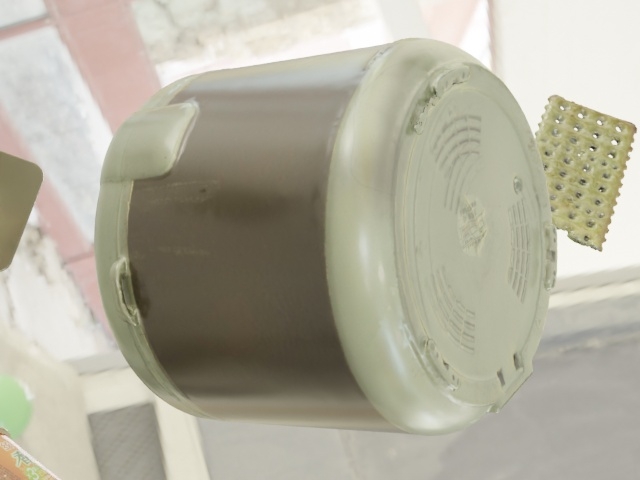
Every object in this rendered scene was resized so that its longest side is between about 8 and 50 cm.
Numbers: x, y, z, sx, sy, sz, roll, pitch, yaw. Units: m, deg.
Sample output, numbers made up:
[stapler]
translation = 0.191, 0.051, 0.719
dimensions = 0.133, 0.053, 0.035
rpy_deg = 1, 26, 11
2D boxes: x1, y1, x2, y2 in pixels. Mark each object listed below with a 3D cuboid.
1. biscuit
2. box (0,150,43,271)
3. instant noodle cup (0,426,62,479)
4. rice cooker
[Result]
[biscuit]
translation = 0.345, -0.097, 1.527
dimensions = 0.016, 0.144, 0.203
rpy_deg = 105, 8, -70
[box]
translation = -0.356, -0.034, 1.201
dimensions = 0.031, 0.091, 0.126
rpy_deg = 148, -40, -78
[instant noodle cup]
translation = -0.447, 0.406, 1.602
dimensions = 0.230, 0.182, 0.230
rpy_deg = -58, 167, -23
[rice cooker]
translation = 0.000, 0.000, 0.947
dimensions = 0.335, 0.325, 0.335
rpy_deg = 7, 81, -54
